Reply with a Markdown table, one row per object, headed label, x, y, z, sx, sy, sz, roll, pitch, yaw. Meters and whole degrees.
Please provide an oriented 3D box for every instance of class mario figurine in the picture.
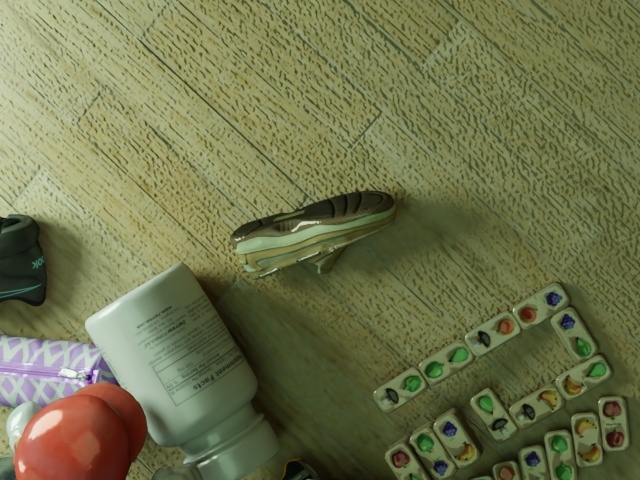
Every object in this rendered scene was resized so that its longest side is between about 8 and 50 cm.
| label | x | y | z | sx | sy | sz | roll | pitch | yaw |
| --- | --- | --- | --- | --- | --- | --- | --- | --- | --- |
| mario figurine | -0.234 | 0.232 | 1.544 | 0.198 | 0.320 | 0.170 | -4 | 65 | -12 |

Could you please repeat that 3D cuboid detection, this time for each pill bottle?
| label | x | y | z | sx | sy | sz | roll | pitch | yaw |
| --- | --- | --- | --- | --- | --- | --- | --- | --- | --- |
| pill bottle | -0.143 | 0.152 | 1.559 | 0.131 | 0.131 | 0.229 | -31 | 92 | 19 |

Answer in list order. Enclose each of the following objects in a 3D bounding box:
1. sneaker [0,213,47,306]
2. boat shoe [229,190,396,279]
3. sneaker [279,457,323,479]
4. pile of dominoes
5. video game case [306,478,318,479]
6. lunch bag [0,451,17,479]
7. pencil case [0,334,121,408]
| label | x | y | z | sx | sy | sz | roll | pitch | yaw |
| --- | --- | --- | --- | --- | --- | --- | --- | --- | --- |
| sneaker | -0.437 | 0.053 | 1.623 | 0.267 | 0.101 | 0.106 | -13 | 111 | 3 |
| boat shoe | 0.000 | 0.000 | 1.531 | 0.190 | 0.068 | 0.072 | -12 | 110 | 27 |
| sneaker | -0.072 | 0.321 | 1.608 | 0.215 | 0.084 | 0.083 | -36 | 72 | 18 |
| pile of dominoes | 0.192 | 0.189 | 1.504 | 0.251 | 0.040 | 0.196 | -33 | 91 | 12 |
| video game case | 0.032 | 0.354 | 1.559 | 0.173 | 0.022 | 0.190 | 13 | 107 | -25 |
| lunch bag | -0.408 | 0.413 | 1.631 | 0.168 | 0.235 | 0.287 | -9 | 99 | 16 |
| pencil case | -0.324 | 0.152 | 1.632 | 0.206 | 0.088 | 0.086 | 2 | 90 | 16 |
